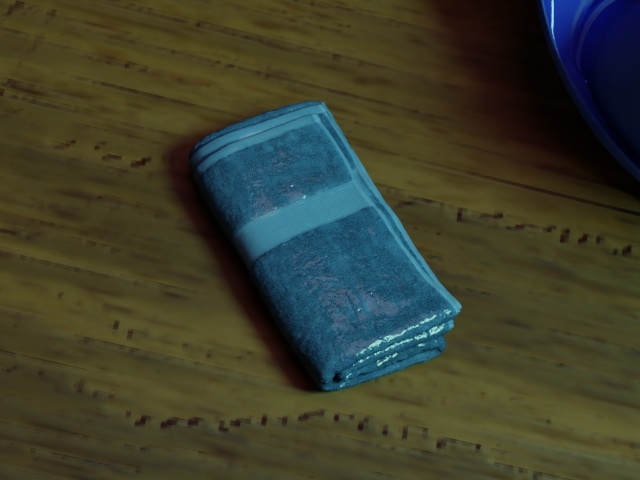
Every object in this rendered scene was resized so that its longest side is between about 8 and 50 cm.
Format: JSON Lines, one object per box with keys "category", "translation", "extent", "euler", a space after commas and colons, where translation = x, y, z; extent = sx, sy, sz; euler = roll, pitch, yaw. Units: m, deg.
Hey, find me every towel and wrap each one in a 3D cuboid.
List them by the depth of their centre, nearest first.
{"category": "towel", "translation": [0.000, 0.000, 0.773], "extent": [0.067, 0.029, 0.119], "euler": [-20, 65, -24]}

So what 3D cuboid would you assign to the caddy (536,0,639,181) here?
{"category": "caddy", "translation": [0.262, -0.123, 0.828], "extent": [0.341, 0.179, 0.241], "euler": [1, 86, -15]}
